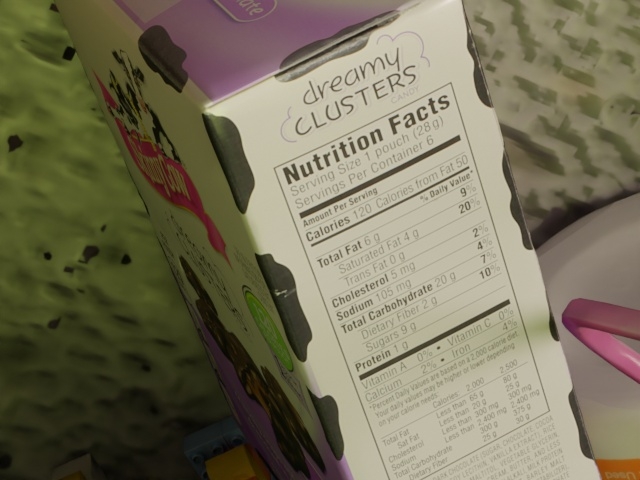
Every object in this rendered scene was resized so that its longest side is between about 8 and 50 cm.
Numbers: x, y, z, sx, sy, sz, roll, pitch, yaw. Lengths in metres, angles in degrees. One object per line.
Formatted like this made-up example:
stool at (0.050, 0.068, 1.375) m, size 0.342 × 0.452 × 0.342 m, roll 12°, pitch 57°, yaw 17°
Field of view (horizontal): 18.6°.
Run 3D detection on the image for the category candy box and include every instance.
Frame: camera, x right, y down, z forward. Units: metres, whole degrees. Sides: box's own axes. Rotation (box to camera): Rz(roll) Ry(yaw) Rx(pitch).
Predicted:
candy box at (0.000, 0.000, 0.551) m, size 0.070 × 0.165 × 0.196 m, roll -27°, pitch 122°, yaw -10°

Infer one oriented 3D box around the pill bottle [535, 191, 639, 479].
pill bottle at (0.145, 0.099, 0.663) m, size 0.121 × 0.121 × 0.221 m, roll -22°, pitch 122°, yaw 6°

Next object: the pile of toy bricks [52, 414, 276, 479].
pile of toy bricks at (-0.009, 0.164, 0.692) m, size 0.118 × 0.105 × 0.212 m, roll -24°, pitch 121°, yaw 8°

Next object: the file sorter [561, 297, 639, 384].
file sorter at (0.226, -0.044, 0.479) m, size 0.182 × 0.202 × 0.291 m, roll 34°, pitch 83°, yaw -19°
